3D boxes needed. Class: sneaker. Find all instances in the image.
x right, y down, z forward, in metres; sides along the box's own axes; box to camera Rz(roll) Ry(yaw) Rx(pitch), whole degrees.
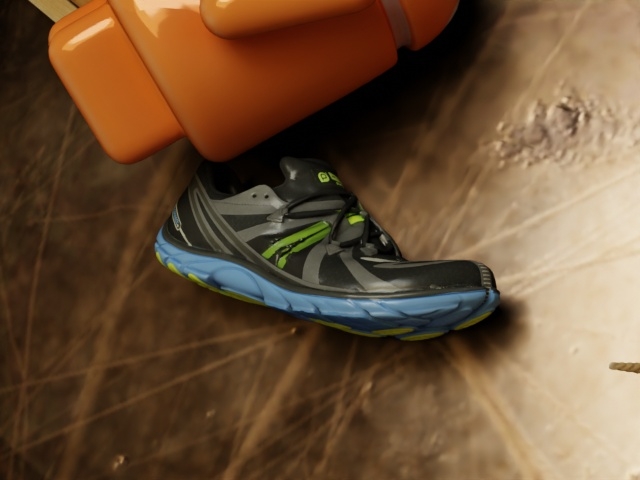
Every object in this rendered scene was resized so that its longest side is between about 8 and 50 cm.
[{"bbox_3d":[0.000,0.000,0.728,0.188,0.067,0.078,16,86,35],"label":"sneaker"}]

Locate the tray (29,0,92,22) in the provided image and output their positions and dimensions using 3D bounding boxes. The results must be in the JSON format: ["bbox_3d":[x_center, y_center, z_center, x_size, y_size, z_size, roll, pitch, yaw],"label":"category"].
[{"bbox_3d":[-0.045,-0.305,0.863,0.203,0.076,0.411,40,92,33],"label":"tray"}]

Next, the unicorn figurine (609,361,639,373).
[{"bbox_3d":[0.216,0.048,0.607,0.162,0.060,0.111,-39,56,-8],"label":"unicorn figurine"}]

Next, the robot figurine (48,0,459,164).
[{"bbox_3d":[-0.023,-0.121,0.736,0.219,0.158,0.128,-31,69,-2],"label":"robot figurine"}]
